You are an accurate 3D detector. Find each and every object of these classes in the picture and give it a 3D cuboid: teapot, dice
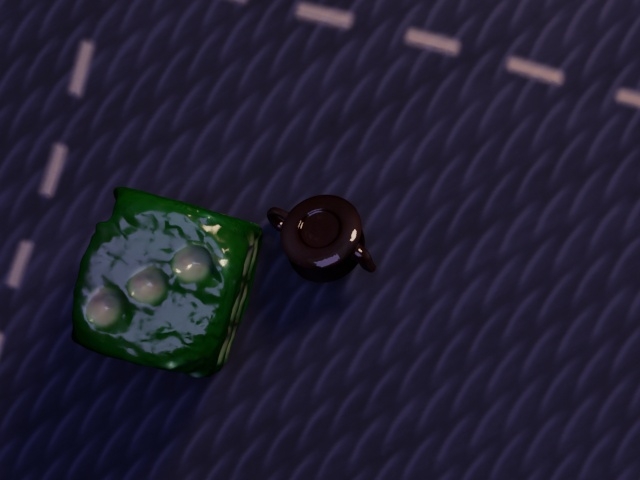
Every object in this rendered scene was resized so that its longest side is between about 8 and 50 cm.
[{"bbox_3d":[0.000,0.000,1.100,0.100,0.045,0.068,25,67,25],"label":"teapot"},{"bbox_3d":[-0.117,0.033,1.071,0.120,0.131,0.128,15,89,5],"label":"dice"}]
